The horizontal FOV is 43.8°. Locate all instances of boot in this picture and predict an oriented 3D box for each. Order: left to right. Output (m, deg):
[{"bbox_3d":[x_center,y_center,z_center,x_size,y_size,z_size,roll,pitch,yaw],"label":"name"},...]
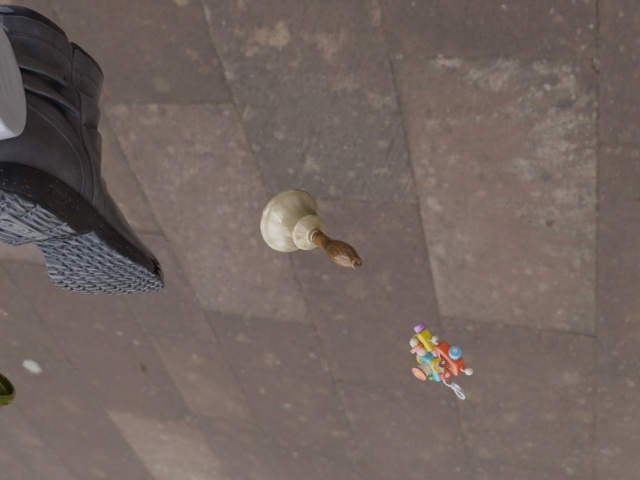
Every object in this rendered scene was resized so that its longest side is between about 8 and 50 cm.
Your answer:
[{"bbox_3d":[-0.249,-0.079,0.848,0.118,0.222,0.338,-6,157,6],"label":"boot"}]

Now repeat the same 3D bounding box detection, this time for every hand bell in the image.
[{"bbox_3d":[0.000,0.000,1.413,0.242,0.126,0.126,33,160,55],"label":"hand bell"}]

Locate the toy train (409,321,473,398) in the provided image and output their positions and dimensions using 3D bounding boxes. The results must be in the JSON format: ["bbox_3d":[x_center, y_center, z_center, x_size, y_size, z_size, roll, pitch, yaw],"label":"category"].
[{"bbox_3d":[0.185,0.200,1.266,0.125,0.046,0.166,47,164,32],"label":"toy train"}]

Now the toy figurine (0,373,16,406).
[{"bbox_3d":[-0.467,0.139,0.631,0.362,0.217,0.191,32,164,-34],"label":"toy figurine"}]

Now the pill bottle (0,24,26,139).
[{"bbox_3d":[-0.352,-0.107,0.605,0.221,0.121,0.121,-11,135,-2],"label":"pill bottle"}]
